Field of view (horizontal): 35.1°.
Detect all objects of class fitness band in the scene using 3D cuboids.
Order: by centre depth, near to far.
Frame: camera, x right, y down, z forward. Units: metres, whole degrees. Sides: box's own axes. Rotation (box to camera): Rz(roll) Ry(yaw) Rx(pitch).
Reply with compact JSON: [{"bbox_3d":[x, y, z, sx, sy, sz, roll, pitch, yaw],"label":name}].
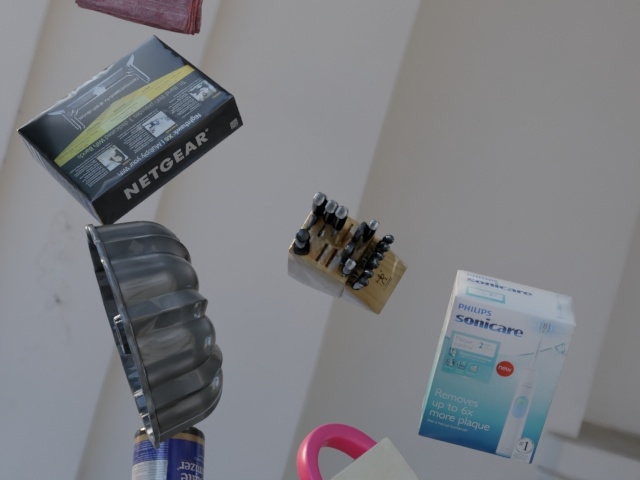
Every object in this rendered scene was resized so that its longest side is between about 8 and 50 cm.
[{"bbox_3d":[0.075,0.408,1.542,0.291,0.054,0.209,50,33,11],"label":"fitness band"}]

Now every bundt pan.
[{"bbox_3d":[-0.227,0.118,1.435,0.124,0.331,0.331,-16,7,-16],"label":"bundt pan"}]

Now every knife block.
[{"bbox_3d":[0.000,0.000,1.450,0.275,0.088,0.242,20,-17,48],"label":"knife block"}]

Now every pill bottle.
[{"bbox_3d":[-0.258,0.428,1.699,0.122,0.219,0.123,-1,-27,-1],"label":"pill bottle"}]

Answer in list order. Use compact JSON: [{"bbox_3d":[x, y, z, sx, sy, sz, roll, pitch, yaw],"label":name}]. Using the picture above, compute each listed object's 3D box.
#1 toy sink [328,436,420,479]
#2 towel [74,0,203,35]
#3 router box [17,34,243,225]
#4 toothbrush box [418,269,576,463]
[{"bbox_3d":[0.018,0.349,1.097,0.153,0.131,0.234,52,41,9],"label":"toy sink"},{"bbox_3d":[-0.208,-0.451,1.348,0.237,0.329,0.037,22,9,35],"label":"towel"},{"bbox_3d":[-0.329,-0.197,1.759,0.243,0.309,0.081,40,-20,32],"label":"router box"},{"bbox_3d":[0.315,0.227,1.829,0.216,0.296,0.126,14,22,4],"label":"toothbrush box"}]
